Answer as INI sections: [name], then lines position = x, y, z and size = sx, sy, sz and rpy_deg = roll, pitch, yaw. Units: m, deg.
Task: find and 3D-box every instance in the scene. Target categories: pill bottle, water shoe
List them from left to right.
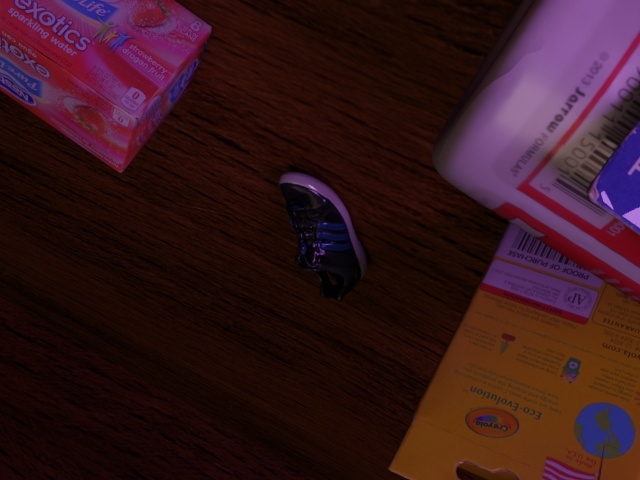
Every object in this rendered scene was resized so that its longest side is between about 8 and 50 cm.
[water shoe]
position = 0.000, 0.000, 1.073
size = 0.073, 0.080, 0.203
rpy_deg = 6, 143, 41
[pill bottle]
position = 0.298, -0.035, 0.539
size = 0.408, 0.229, 0.229
rpy_deg = 33, 153, 1

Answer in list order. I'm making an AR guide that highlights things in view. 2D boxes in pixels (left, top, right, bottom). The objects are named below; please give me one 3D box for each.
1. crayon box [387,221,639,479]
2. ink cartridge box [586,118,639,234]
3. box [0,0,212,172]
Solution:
[crayon box]
position = 0.221, 0.129, 0.790
size = 0.202, 0.318, 0.081
rpy_deg = 20, 150, 25
[ink cartridge box]
position = 0.355, -0.052, 0.380
size = 0.330, 0.324, 0.071
rpy_deg = 34, -171, -4
[box]
position = -0.292, -0.237, 0.920
size = 0.300, 0.154, 0.142
rpy_deg = 34, 153, -5
